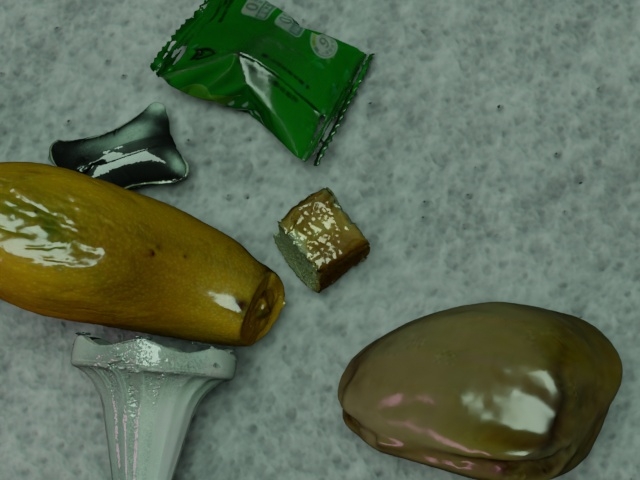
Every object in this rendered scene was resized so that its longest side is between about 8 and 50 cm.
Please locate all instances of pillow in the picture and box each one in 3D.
[{"bbox_3d":[-0.210,-0.082,1.699,0.136,0.055,0.091,-21,44,-2],"label":"pillow"}]

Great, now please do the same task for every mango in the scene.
[{"bbox_3d":[-0.207,0.017,1.599,0.359,0.187,0.144,18,98,-17],"label":"mango"}]

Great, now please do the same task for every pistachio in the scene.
[{"bbox_3d":[0.150,0.135,1.564,0.260,0.163,0.213,12,38,28],"label":"pistachio"}]

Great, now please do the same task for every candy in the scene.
[{"bbox_3d":[-0.060,-0.180,1.693,0.203,0.078,0.141,27,82,6],"label":"candy"}]

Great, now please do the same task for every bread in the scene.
[{"bbox_3d":[0.001,0.000,1.647,0.070,0.076,0.083,-33,75,-14],"label":"bread"}]

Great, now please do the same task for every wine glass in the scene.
[{"bbox_3d":[-0.167,0.192,1.585,0.165,0.165,0.196,3,85,7],"label":"wine glass"}]
